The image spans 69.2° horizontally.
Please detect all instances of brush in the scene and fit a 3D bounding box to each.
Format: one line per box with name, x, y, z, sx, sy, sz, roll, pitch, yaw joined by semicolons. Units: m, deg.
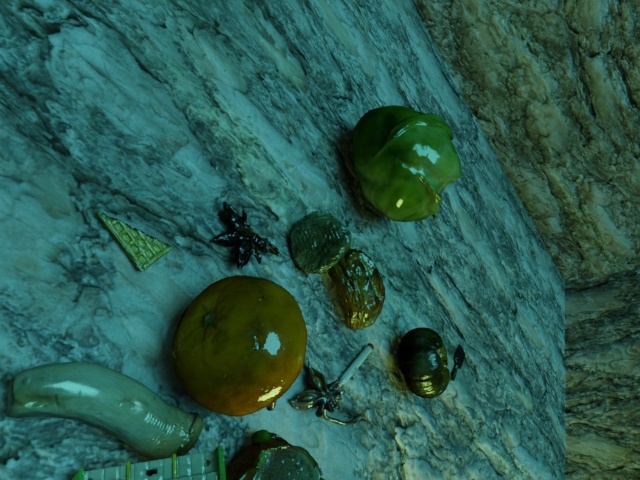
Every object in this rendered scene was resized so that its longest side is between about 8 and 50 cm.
brush;0.560;0.506;1.892;0.063;0.016;0.193;60;40;-14

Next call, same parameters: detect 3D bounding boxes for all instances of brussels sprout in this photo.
brussels sprout;0.281;-0.290;1.599;0.361;0.342;0.426;32;43;-47

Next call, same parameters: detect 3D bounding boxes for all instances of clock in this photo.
clock;-0.284;0.484;0.775;0.255;0.106;0.220;-1;61;-18

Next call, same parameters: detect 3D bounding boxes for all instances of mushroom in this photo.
mushroom;-0.366;0.304;0.827;0.351;0.095;0.123;37;68;-33

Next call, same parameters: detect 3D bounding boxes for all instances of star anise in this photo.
star anise;-0.197;0.001;1.164;0.212;0.053;0.157;57;41;-21
star anise;0.019;0.450;1.281;0.148;0.218;0.228;-111;-164;-44

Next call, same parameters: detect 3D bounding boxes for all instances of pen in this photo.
pen;0.103;0.378;1.398;0.218;0.026;0.026;-35;103;-50

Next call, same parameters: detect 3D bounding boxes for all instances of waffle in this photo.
waffle;-0.388;-0.017;0.971;0.153;0.023;0.097;57;40;-17

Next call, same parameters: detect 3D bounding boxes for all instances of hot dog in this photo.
hot dog;0.118;0.150;1.430;0.175;0.114;0.259;-30;99;-49

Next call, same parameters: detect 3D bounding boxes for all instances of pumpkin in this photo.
pumpkin;0.345;0.410;1.566;0.238;0.159;0.238;-10;90;-72

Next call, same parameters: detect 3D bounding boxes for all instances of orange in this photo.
orange;-0.162;0.209;0.952;0.226;0.283;0.284;51;42;-43

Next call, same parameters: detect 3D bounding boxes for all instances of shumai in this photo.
shumai;-0.003;0.006;1.364;0.142;0.184;0.184;-5;79;-80

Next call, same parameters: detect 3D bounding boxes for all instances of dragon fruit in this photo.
dragon fruit;-0.104;0.559;1.004;0.295;0.130;0.269;33;53;-38

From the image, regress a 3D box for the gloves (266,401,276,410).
gloves;-0.114;0.277;1.112;0.145;0.126;0.241;19;55;-50
